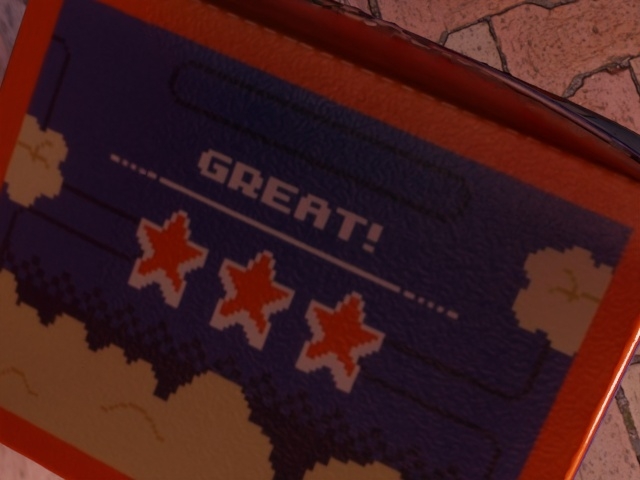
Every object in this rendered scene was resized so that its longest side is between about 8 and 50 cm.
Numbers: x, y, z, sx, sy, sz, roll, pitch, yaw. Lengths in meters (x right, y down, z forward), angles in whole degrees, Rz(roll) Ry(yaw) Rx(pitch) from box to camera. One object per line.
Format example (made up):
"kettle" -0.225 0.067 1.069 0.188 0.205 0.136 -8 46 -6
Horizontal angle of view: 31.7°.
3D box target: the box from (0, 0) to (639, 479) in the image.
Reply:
"box" 0.024 0.007 0.647 0.256 0.319 0.349 -67 164 12
